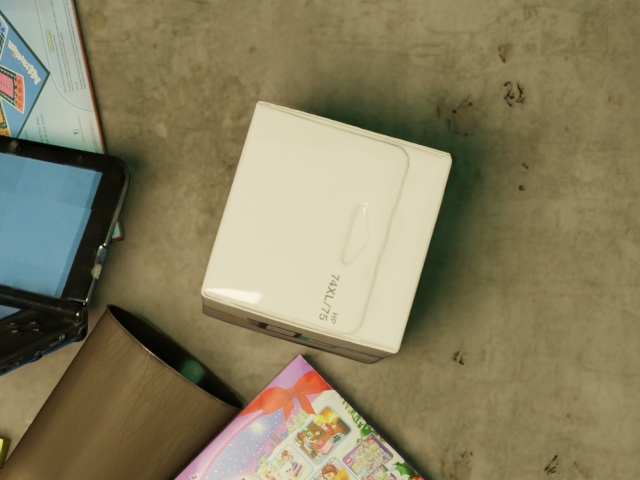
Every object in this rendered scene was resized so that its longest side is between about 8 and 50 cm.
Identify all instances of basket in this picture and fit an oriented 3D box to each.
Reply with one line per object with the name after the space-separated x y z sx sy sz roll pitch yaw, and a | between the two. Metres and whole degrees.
-0.215 0.204 1.821 0.227 0.204 0.154 -51 56 2 | basket

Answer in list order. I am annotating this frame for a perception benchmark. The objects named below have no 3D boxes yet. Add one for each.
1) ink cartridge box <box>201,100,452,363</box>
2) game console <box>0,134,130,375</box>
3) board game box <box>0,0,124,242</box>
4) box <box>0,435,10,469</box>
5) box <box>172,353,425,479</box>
0.000 0.000 1.798 0.197 0.270 0.198 17 83 -1 | ink cartridge box
-0.372 0.004 1.776 0.293 0.250 0.173 10 108 27 | game console
-0.308 -0.123 1.915 0.145 0.027 0.281 -12 85 -6 | board game box
-0.394 0.303 1.848 0.087 0.058 0.232 18 83 0 | box
-0.055 0.290 1.870 0.293 0.057 0.201 -44 89 -6 | box
